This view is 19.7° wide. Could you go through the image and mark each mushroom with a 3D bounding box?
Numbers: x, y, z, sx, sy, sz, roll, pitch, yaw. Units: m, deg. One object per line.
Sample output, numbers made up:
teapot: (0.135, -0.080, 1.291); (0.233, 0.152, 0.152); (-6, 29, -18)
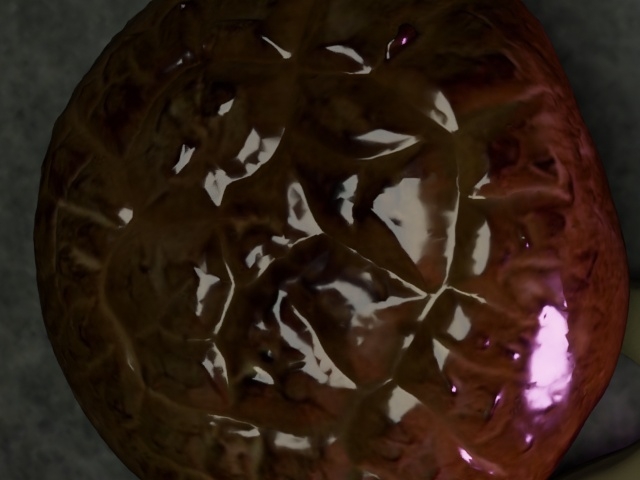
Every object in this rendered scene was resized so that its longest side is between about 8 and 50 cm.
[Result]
mushroom: (0.000, 0.000, 0.715); (0.253, 0.153, 0.253); (-2, 86, 25)

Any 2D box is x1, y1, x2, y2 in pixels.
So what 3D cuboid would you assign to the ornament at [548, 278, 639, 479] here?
ornament: (0.133, 0.140, 0.750); (0.245, 0.061, 0.230); (-33, 88, 21)
